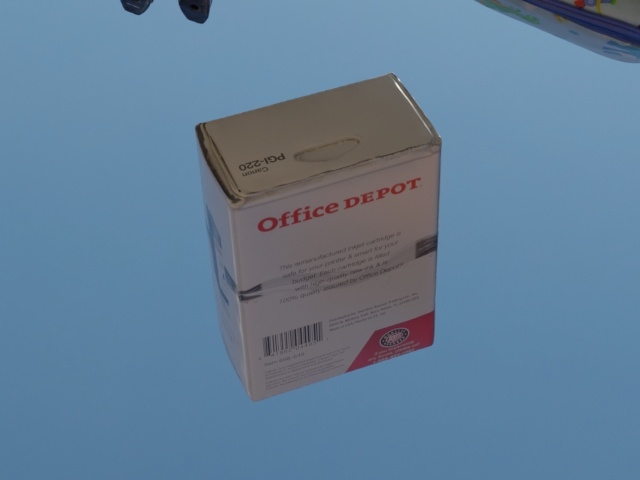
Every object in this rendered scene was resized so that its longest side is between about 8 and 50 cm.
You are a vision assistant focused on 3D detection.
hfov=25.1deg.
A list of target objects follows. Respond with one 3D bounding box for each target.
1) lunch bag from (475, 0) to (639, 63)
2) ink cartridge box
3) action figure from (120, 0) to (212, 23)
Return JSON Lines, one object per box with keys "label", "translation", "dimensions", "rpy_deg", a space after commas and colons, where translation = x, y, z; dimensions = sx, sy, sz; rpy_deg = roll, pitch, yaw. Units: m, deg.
{"label": "lunch bag", "translation": [0.200, -0.237, 0.939], "dimensions": [0.176, 0.090, 0.219], "rpy_deg": [23, -92, -1]}
{"label": "ink cartridge box", "translation": [0.000, 0.000, 1.065], "dimensions": [0.159, 0.218, 0.092], "rpy_deg": [-16, -132, -14]}
{"label": "action figure", "translation": [-0.126, -0.376, 1.539], "dimensions": [0.185, 0.099, 0.285], "rpy_deg": [16, -107, 7]}
